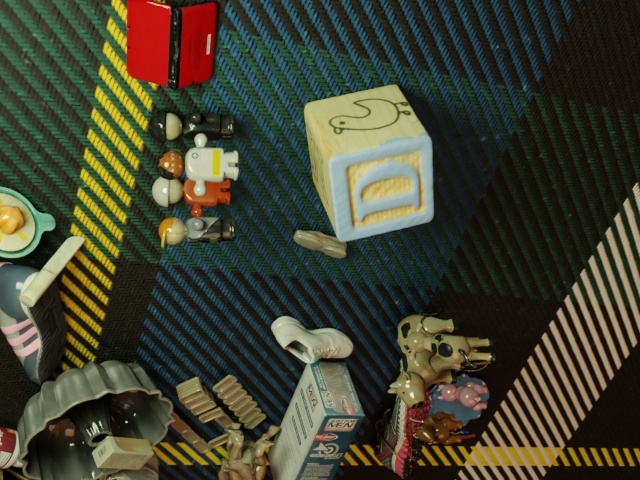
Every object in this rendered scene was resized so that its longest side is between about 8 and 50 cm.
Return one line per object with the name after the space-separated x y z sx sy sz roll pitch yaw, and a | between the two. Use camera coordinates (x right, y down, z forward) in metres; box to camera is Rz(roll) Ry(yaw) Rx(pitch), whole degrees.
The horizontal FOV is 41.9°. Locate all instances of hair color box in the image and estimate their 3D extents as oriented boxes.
-0.017 0.471 2.004 0.105 0.174 0.347 6 126 -22 | hair color box

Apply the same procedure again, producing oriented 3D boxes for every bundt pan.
-0.486 0.373 1.779 0.331 0.124 0.331 -21 144 -17 | bundt pan

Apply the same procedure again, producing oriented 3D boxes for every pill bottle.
-0.711 0.447 1.820 0.086 0.086 0.152 -44 135 18 | pill bottle

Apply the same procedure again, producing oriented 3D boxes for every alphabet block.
0.088 -0.143 1.532 0.192 0.197 0.193 -13 130 -9 | alphabet block

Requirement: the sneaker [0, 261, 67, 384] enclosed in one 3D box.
-0.582 0.157 1.644 0.131 0.112 0.319 19 134 9 | sneaker

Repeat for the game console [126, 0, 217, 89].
-0.247 -0.335 1.393 0.124 0.085 0.144 -26 140 -39 | game console

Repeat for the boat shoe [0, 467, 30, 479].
-0.756 0.520 1.865 0.104 0.111 0.307 -30 140 2 | boat shoe

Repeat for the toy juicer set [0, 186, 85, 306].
-0.553 0.002 1.436 0.329 0.209 0.089 31 136 -34 | toy juicer set

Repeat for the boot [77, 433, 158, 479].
-0.483 0.523 1.932 0.258 0.123 0.095 25 116 -32 | boot

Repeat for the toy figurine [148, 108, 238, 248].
-0.224 -0.108 1.455 0.148 0.209 0.213 0 127 -10 | toy figurine

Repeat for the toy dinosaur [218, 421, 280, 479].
-0.177 0.542 1.968 0.127 0.295 0.200 13 91 -3 | toy dinosaur

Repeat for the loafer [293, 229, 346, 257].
0.000 0.000 1.729 0.125 0.039 0.045 22 151 -27 | loafer

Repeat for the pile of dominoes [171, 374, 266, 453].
-0.251 0.401 1.981 0.196 0.040 0.251 -25 139 2 | pile of dominoes

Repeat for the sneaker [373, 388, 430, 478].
0.195 0.464 2.114 0.121 0.112 0.299 -25 130 -48 | sneaker

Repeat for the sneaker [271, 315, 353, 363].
-0.012 0.242 1.876 0.212 0.094 0.080 19 118 -29 | sneaker

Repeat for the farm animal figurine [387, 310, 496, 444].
0.235 0.275 1.837 0.172 0.327 0.330 4 124 -11 | farm animal figurine

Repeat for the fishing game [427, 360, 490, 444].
0.344 0.416 2.164 0.189 0.041 0.264 -7 121 -12 | fishing game

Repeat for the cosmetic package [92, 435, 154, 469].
-0.420 0.454 1.784 0.060 0.041 0.115 -46 143 16 | cosmetic package
